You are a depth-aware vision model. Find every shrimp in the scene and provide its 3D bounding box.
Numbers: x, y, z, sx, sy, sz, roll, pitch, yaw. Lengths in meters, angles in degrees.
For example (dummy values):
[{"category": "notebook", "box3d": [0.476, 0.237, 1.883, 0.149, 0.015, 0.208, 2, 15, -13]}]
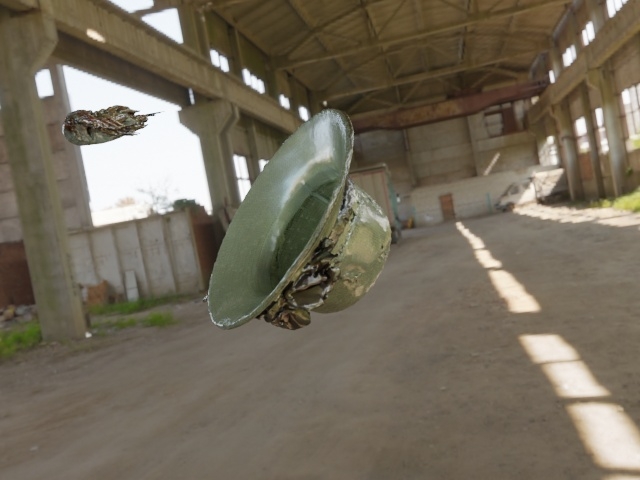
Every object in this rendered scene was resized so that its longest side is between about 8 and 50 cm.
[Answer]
[{"category": "shrimp", "box3d": [-0.439, -0.256, 1.361, 0.232, 0.079, 0.090, -23, 44, -38]}]

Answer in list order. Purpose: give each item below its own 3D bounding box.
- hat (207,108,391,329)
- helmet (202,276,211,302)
[{"category": "hat", "box3d": [0.000, 0.000, 0.680, 0.130, 0.257, 0.257, 29, -15, -22]}, {"category": "helmet", "box3d": [-0.120, 0.074, 1.439, 0.225, 0.177, 0.305, -32, 22, 47]}]
